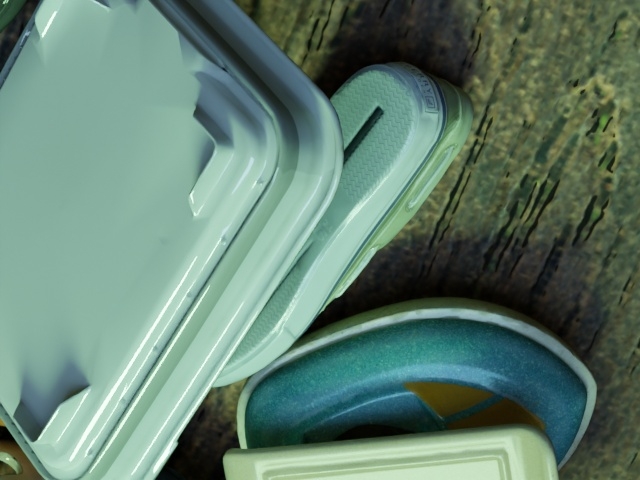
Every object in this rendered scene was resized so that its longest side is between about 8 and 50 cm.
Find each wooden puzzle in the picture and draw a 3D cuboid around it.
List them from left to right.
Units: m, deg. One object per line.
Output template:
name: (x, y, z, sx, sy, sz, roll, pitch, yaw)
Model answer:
wooden puzzle: (0.062, 0.235, 1.176, 0.239, 0.044, 0.221, -5, 109, 15)

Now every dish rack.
dish rack: (-0.153, -0.019, 1.081, 0.072, 0.285, 0.333, 8, 123, -49)

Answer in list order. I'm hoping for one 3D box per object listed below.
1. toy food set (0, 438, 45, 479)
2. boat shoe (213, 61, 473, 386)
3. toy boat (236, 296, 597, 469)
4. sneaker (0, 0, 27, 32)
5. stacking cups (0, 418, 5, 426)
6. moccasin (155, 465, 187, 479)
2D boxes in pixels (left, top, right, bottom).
toy food set: (-0.351, 0.242, 1.224, 0.306, 0.220, 0.092, -33, 74, 15)
boat shoe: (0.000, 0.000, 1.174, 0.094, 0.109, 0.302, 5, 136, -49)
toy boat: (0.094, 0.196, 1.238, 0.268, 0.148, 0.318, -18, 114, 9)
sneaker: (-0.321, -0.140, 1.110, 0.267, 0.106, 0.101, -16, 112, 7)
stacking cups: (-0.292, 0.103, 1.229, 0.316, 0.096, 0.096, 11, 115, -4)
moccasin: (-0.064, 0.269, 1.295, 0.138, 0.117, 0.342, -32, 117, 6)
